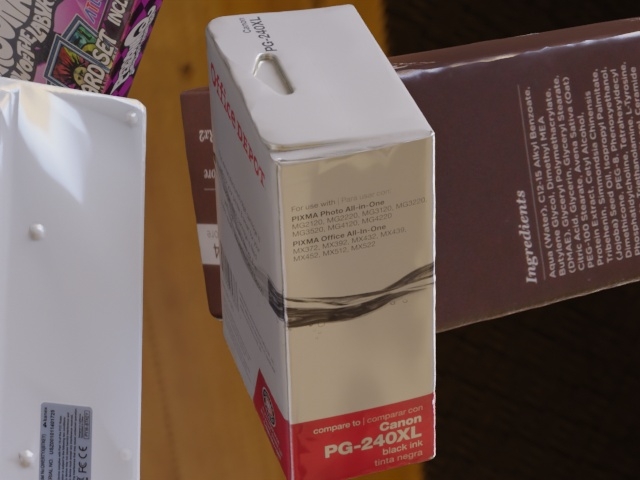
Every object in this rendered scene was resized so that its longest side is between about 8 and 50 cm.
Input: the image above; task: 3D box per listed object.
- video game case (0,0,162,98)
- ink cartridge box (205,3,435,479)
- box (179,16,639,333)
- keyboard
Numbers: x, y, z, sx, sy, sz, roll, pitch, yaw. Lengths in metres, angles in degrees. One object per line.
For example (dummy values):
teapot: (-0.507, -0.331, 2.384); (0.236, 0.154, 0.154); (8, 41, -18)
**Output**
video game case: (-0.175, -0.150, 0.983); (0.042, 0.210, 0.232); (-46, 169, -44)
ink cartridge box: (0.000, 0.000, 0.759); (0.063, 0.109, 0.150); (-10, 125, -12)
box: (0.134, -0.050, 1.115); (0.381, 0.191, 0.143); (-14, 99, -34)
keyboard: (-0.091, 0.065, 0.628); (0.072, 0.014, 0.256); (11, 65, -27)
